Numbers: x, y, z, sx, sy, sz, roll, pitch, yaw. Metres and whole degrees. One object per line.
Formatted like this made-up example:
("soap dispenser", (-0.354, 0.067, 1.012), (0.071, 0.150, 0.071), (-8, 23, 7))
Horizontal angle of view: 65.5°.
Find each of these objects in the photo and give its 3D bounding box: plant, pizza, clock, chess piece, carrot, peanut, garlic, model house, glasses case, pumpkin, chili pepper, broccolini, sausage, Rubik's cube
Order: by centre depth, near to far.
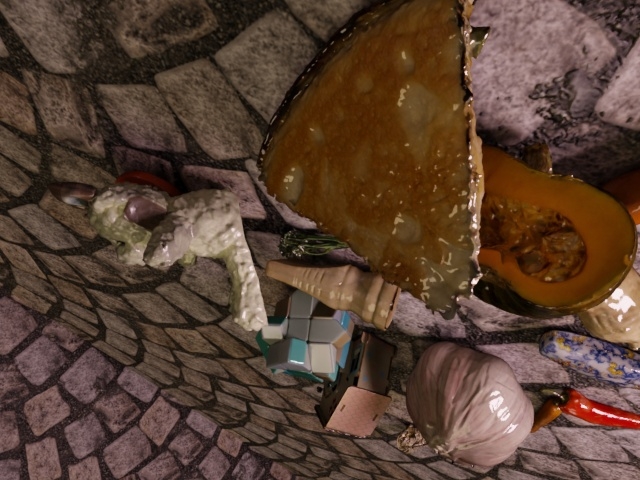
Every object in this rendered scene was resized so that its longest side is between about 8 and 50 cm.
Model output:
("pizza", (0.084, -0.162, 0.675), (0.435, 0.080, 0.391), (35, 124, 31))
("sausage", (0.476, -0.073, 0.678), (0.076, 0.076, 0.198), (40, 142, -21))
("pumpkin", (0.295, -0.019, 0.755), (0.325, 0.242, 0.232), (32, -176, 31))
("peanut", (0.494, 0.101, 0.849), (0.224, 0.129, 0.129), (36, 143, -13))
("glasses case", (0.589, 0.253, 1.043), (0.248, 0.065, 0.086), (17, 147, 9))
("broccolini", (-0.002, 0.012, 1.080), (0.201, 0.058, 0.074), (6, 148, 25))
("chess piece", (0.028, 0.097, 1.117), (0.301, 0.137, 0.137), (17, 144, 13))
("clock", (-0.400, -0.083, 1.195), (0.206, 0.051, 0.205), (15, 143, 12))
("garlic", (0.352, 0.409, 1.204), (0.318, 0.259, 0.317), (30, 137, 32))
("chili pepper", (0.671, 0.417, 1.217), (0.273, 0.063, 0.071), (19, 157, 3))
("Rubik's cube", (-0.045, 0.238, 1.269), (0.266, 0.224, 0.213), (6, 157, 21))
("carrot", (0.607, 0.486, 1.361), (0.043, 0.043, 0.247), (15, 146, 13))
("model house", (0.072, 0.424, 1.405), (0.169, 0.244, 0.326), (19, 147, -14))
("plant", (0.329, 0.725, 1.764), (0.117, 0.104, 0.121), (9, 122, 22))

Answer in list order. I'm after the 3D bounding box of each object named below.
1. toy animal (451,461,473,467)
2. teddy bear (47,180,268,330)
("toy animal", (0.401, 0.533, 1.390), (0.121, 0.210, 0.117), (6, 143, 24))
("teddy bear", (-0.331, 0.033, 1.045), (0.363, 0.374, 0.327), (-12, -175, -11))
